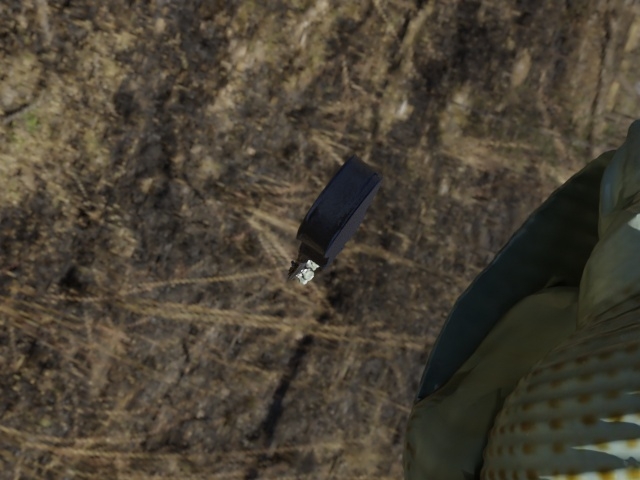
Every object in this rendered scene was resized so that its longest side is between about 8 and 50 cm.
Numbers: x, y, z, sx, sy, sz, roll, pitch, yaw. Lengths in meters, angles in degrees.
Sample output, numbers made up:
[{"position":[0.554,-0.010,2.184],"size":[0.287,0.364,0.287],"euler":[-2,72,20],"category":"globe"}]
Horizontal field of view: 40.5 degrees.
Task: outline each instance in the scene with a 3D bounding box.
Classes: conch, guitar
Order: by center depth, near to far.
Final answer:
[{"position":[0.208,0.106,0.586],"size":[0.319,0.215,0.303],"euler":[-61,-163,-20],"category":"conch"},{"position":[0.002,0.002,0.789],"size":[0.084,0.038,0.271],"euler":[-51,176,-17],"category":"guitar"}]
